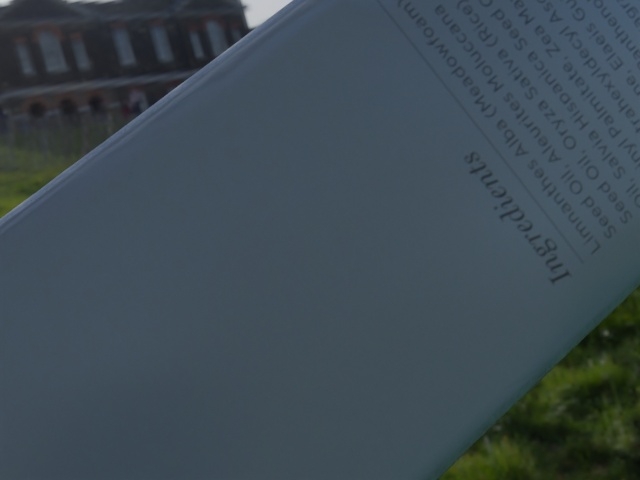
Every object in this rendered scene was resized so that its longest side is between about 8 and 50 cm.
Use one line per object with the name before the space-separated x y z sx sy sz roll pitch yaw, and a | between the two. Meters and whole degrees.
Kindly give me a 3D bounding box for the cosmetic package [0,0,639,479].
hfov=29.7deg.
cosmetic package | 0.000 0.000 0.514 0.453 0.161 0.230 -40 5 -18
